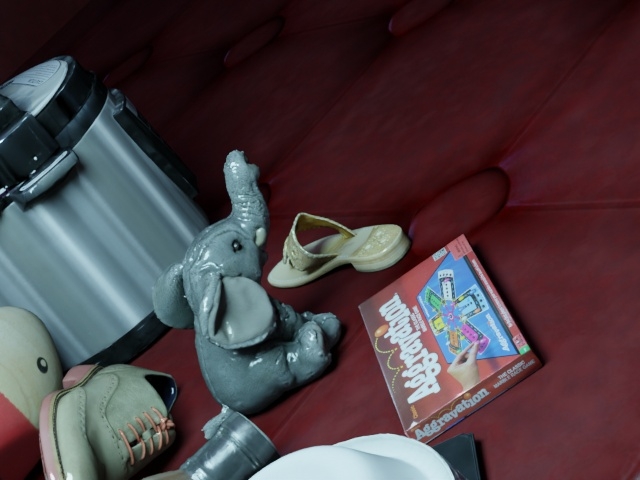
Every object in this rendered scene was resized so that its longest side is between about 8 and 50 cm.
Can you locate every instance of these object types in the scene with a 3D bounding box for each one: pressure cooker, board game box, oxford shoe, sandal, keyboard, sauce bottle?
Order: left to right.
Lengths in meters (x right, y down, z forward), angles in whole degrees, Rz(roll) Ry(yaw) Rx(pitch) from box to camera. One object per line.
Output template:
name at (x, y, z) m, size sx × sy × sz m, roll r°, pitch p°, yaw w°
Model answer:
pressure cooker at (-0.389, -0.048, 2.028) m, size 0.370 × 0.420 × 0.375 m, roll -26°, pitch 25°, yaw 26°
oxford shoe at (-0.230, 0.209, 1.655) m, size 0.130 × 0.123 × 0.348 m, roll -8°, pitch 17°, yaw 2°
sauce bottle at (-0.181, 0.312, 1.464) m, size 0.344 × 0.111 × 0.111 m, roll -42°, pitch 24°, yaw -15°
sandal at (0.003, -0.004, 1.819) m, size 0.240 × 0.079 × 0.088 m, roll -9°, pitch 36°, yaw 48°
keyboard at (0.096, 0.243, 1.303) m, size 0.108 × 0.023 × 0.180 m, roll -26°, pitch 25°, yaw 12°
board game box at (0.125, 0.095, 1.530) m, size 0.145 × 0.027 × 0.281 m, roll -36°, pitch 23°, yaw 7°

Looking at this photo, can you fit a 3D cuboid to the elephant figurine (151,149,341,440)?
elephant figurine at (-0.102, 0.060, 1.646) m, size 0.169 × 0.239 × 0.186 m, roll -24°, pitch 27°, yaw 28°

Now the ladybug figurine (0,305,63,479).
ladybug figurine at (-0.482, 0.274, 1.805) m, size 0.449 × 0.305 × 0.162 m, roll -44°, pitch 68°, yaw -11°

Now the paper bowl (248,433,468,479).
paper bowl at (0.004, 0.277, 1.175) m, size 0.284 × 0.148 × 0.284 m, roll -33°, pitch 30°, yaw 22°
